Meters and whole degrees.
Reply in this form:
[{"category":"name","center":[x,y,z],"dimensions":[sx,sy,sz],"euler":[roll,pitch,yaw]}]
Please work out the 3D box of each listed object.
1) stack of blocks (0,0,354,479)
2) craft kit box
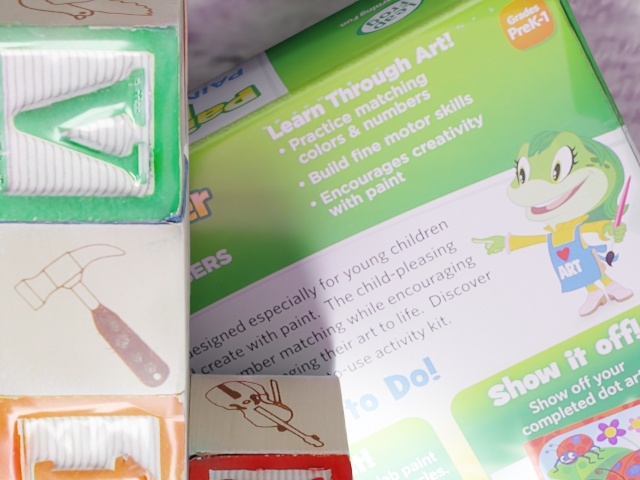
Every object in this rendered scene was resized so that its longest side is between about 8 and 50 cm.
[{"category":"stack of blocks","center":[-0.077,0.075,0.404],"dimensions":[0.171,0.087,0.297],"euler":[0,113,-4]},{"category":"craft kit box","center":[0.004,0.070,0.484],"dimensions":[0.250,0.061,0.246],"euler":[-27,115,7]}]
